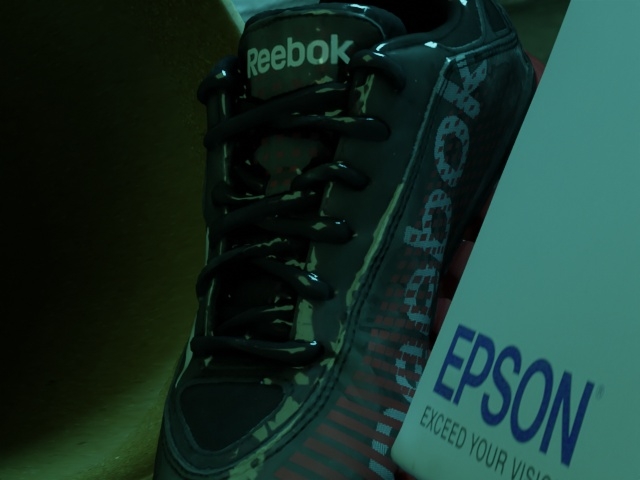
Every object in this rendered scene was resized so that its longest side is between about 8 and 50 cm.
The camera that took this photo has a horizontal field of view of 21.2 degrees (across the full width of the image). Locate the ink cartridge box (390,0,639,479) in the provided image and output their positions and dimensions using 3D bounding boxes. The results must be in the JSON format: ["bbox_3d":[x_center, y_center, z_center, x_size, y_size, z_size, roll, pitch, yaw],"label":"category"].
[{"bbox_3d":[0.150,-0.057,0.369,0.330,0.071,0.324,-70,19,0],"label":"ink cartridge box"}]

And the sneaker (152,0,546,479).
[{"bbox_3d":[0.000,0.000,0.570,0.098,0.135,0.276,-2,45,34],"label":"sneaker"}]

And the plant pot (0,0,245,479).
[{"bbox_3d":[-0.182,-0.001,0.658,0.254,0.237,0.237,-17,34,45],"label":"plant pot"}]
